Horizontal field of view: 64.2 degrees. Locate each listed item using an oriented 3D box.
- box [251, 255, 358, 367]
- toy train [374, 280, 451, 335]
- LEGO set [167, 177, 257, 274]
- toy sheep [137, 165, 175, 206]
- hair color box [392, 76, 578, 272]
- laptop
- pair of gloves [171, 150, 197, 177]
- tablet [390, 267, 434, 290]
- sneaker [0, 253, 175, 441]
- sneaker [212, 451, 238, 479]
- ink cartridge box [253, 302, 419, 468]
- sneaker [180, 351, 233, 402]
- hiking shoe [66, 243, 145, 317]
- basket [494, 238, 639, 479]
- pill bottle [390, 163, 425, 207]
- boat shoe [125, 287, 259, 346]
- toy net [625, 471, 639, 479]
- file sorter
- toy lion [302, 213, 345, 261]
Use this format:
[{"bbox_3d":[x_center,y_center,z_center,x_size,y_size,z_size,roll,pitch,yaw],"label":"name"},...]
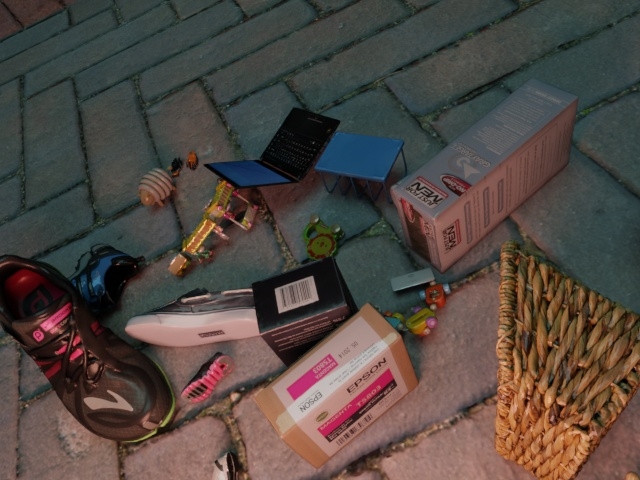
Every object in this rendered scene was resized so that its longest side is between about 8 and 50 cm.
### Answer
[{"bbox_3d":[-0.010,0.144,0.908,0.153,0.207,0.108,-19,51,4],"label":"box"},{"bbox_3d":[0.171,0.141,0.955,0.166,0.046,0.125,-22,23,16],"label":"toy train"},{"bbox_3d":[-0.240,-0.029,1.214,0.132,0.107,0.286,-15,46,56],"label":"LEGO set"},{"bbox_3d":[-0.433,-0.147,1.353,0.091,0.091,0.132,9,58,25],"label":"toy sheep"},{"bbox_3d":[0.327,-0.128,1.003,0.374,0.185,0.114,-39,52,-11],"label":"hair color box"},{"bbox_3d":[-0.123,-0.232,1.234,0.264,0.137,0.234,-56,38,1],"label":"laptop"},{"bbox_3d":[-0.383,-0.215,1.436,0.083,0.010,0.074,-20,52,8],"label":"pair of gloves"},{"bbox_3d":[0.180,0.076,1.005,0.083,0.006,0.054,-16,21,8],"label":"tablet"},{"bbox_3d":[-0.488,0.208,0.987,0.483,0.202,0.185,38,72,11],"label":"sneaker"},{"bbox_3d":[-0.162,0.422,0.871,0.044,0.040,0.109,-29,45,18],"label":"sneaker"},{"bbox_3d":[0.036,0.241,0.829,0.235,0.193,0.088,-37,51,-9],"label":"ink cartridge box"},{"bbox_3d":[-0.228,0.267,1.008,0.119,0.047,0.057,-42,30,-14],"label":"sneaker"},{"bbox_3d":[-0.540,0.136,1.164,0.132,0.113,0.304,11,59,27],"label":"hiking shoe"},{"bbox_3d":[0.291,0.190,0.708,0.213,0.299,0.223,-45,55,-13],"label":"basket"},{"bbox_3d":[0.236,-0.120,1.094,0.160,0.087,0.087,-33,51,-6],"label":"pill bottle"},{"bbox_3d":[-0.252,0.149,1.058,0.302,0.108,0.102,-9,53,11],"label":"boat shoe"},{"bbox_3d":[0.447,0.372,0.684,0.232,0.045,0.122,-26,52,2],"label":"toy net"},{"bbox_3d":[0.097,-0.161,1.164,0.170,0.104,0.118,14,60,27],"label":"file sorter"},{"bbox_3d":[0.000,0.000,1.129,0.100,0.034,0.096,26,75,33],"label":"toy lion"}]
